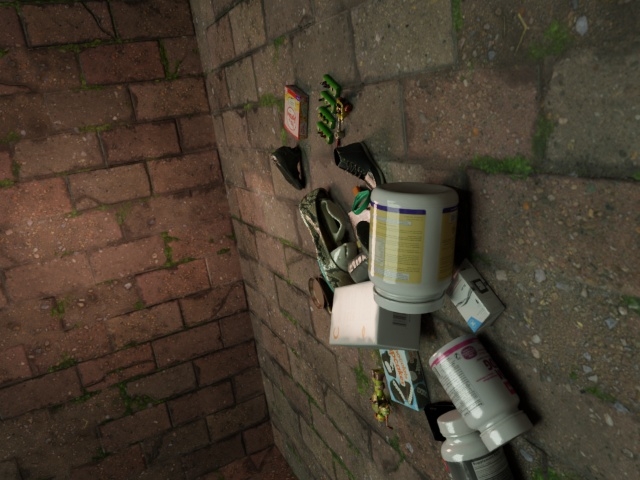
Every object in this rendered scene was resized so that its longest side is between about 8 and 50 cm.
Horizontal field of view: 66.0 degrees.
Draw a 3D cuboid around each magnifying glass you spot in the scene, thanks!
[{"bbox_3d":[0.139,-0.152,1.738,0.092,0.026,0.231,-50,13,14],"label":"magnifying glass"}]

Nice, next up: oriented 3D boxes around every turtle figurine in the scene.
[{"bbox_3d":[0.240,0.634,1.990,0.269,0.087,0.217,41,-135,-81],"label":"turtle figurine"}]

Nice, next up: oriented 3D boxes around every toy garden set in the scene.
[{"bbox_3d":[0.036,-0.468,1.864,0.204,0.049,0.244,55,150,37],"label":"toy garden set"}]

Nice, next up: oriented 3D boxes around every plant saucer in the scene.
[{"bbox_3d":[-0.012,0.258,2.435,0.168,0.029,0.168,44,141,51],"label":"plant saucer"}]

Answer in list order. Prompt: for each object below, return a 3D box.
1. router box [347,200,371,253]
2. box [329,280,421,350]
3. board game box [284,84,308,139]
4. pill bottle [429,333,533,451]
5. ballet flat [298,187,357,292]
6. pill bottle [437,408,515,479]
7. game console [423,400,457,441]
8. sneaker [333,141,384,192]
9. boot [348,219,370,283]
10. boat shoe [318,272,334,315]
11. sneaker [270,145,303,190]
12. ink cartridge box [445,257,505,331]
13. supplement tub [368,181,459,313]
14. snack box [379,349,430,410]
[{"bbox_3d":[0.222,-0.021,1.683,0.309,0.081,0.243,-20,86,66],"label":"router box"},{"bbox_3d":[0.186,0.267,1.721,0.345,0.168,0.215,158,122,-63],"label":"box"},{"bbox_3d":[-0.106,-0.555,2.131,0.147,0.045,0.193,50,146,45],"label":"board game box"},{"bbox_3d":[0.442,0.418,1.364,0.283,0.160,0.160,60,152,30],"label":"pill bottle"},{"bbox_3d":[0.053,-0.006,2.006,0.182,0.164,0.483,-41,63,42],"label":"ballet flat"},{"bbox_3d":[0.462,0.666,1.448,0.176,0.176,0.318,-39,68,64],"label":"pill bottle"},{"bbox_3d":[0.468,0.713,1.630,0.361,0.044,0.213,69,156,11],"label":"game console"},{"bbox_3d":[0.130,-0.238,1.709,0.222,0.118,0.083,64,154,23],"label":"sneaker"},{"bbox_3d":[0.147,0.048,1.718,0.208,0.076,0.190,125,128,-69],"label":"boot"},{"bbox_3d":[0.079,0.285,2.071,0.123,0.123,0.342,-14,98,43],"label":"boat shoe"},{"bbox_3d":[-0.122,-0.342,2.267,0.087,0.130,0.227,18,148,57],"label":"sneaker"},{"bbox_3d":[0.419,0.151,1.377,0.180,0.060,0.104,60,152,31],"label":"ink cartridge box"},{"bbox_3d":[0.256,0.014,1.390,0.241,0.241,0.331,29,121,59],"label":"supplement tub"},{"bbox_3d":[0.296,0.450,1.829,0.187,0.060,0.322,-10,95,66],"label":"snack box"}]
